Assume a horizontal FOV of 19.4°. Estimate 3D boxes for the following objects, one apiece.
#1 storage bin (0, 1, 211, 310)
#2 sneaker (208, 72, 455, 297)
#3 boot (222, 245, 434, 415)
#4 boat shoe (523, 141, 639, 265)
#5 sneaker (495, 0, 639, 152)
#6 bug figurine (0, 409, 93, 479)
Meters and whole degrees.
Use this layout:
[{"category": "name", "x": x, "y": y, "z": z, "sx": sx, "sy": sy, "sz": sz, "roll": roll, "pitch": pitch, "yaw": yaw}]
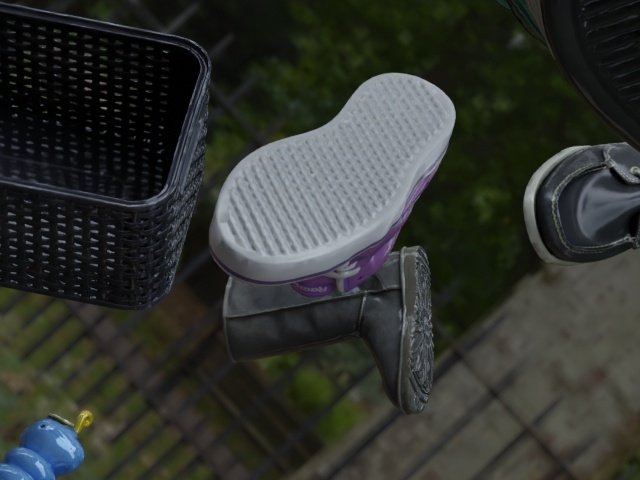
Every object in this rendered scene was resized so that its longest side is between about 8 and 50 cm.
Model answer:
[{"category": "storage bin", "x": -0.154, "y": -0.048, "z": 0.960, "sx": 0.180, "sy": 0.122, "sz": 0.084, "roll": 10, "pitch": -40, "yaw": 3}, {"category": "sneaker", "x": 0.001, "y": 0.000, "z": 1.339, "sx": 0.102, "sy": 0.161, "sz": 0.282, "roll": 35, "pitch": 36, "yaw": 15}, {"category": "boot", "x": 0.004, "y": 0.094, "z": 1.827, "sx": 0.076, "sy": 0.208, "sz": 0.190, "roll": 61, "pitch": 26, "yaw": -52}, {"category": "boat shoe", "x": 0.230, "y": -0.038, "z": 1.348, "sx": 0.079, "sy": 0.233, "sz": 0.084, "roll": -17, "pitch": -91, "yaw": 45}, {"category": "sneaker", "x": 0.135, "y": -0.063, "z": 0.585, "sx": 0.295, "sy": 0.124, "sz": 0.178, "roll": 41, "pitch": 20, "yaw": -39}, {"category": "bug figurine", "x": -0.275, "y": 0.146, "z": 1.089, "sx": 0.279, "sy": 0.216, "sz": 0.072, "roll": 16, "pitch": -41, "yaw": 28}]
